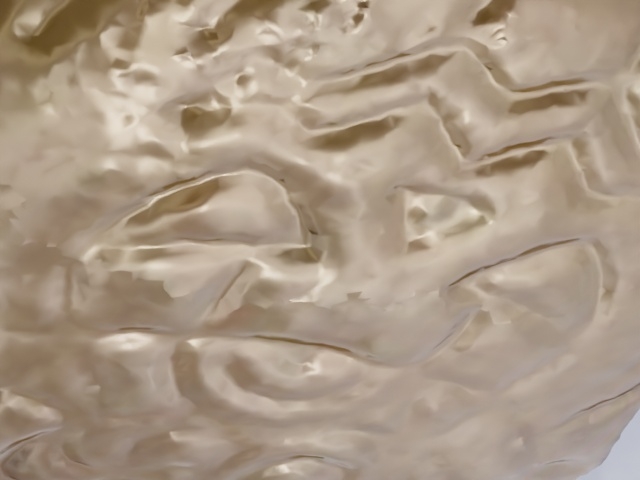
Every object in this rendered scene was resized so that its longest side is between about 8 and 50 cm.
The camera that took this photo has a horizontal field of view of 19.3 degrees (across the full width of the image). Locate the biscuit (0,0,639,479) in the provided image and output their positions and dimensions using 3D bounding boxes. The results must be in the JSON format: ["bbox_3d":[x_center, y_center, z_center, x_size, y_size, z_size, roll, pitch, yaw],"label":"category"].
[{"bbox_3d":[0.000,0.002,0.676,0.365,0.385,0.062,-54,-144,41],"label":"biscuit"}]
